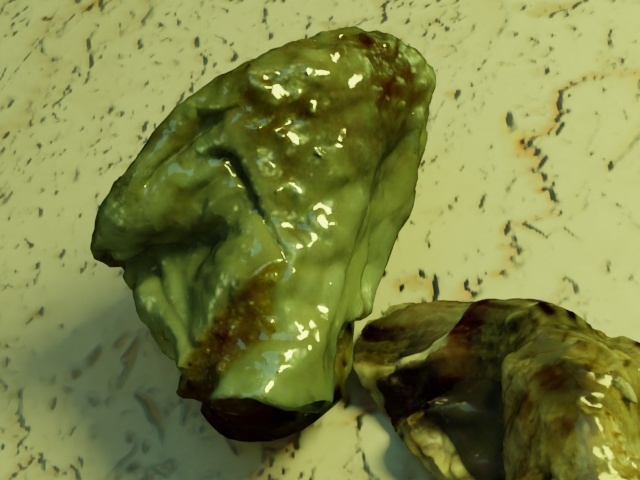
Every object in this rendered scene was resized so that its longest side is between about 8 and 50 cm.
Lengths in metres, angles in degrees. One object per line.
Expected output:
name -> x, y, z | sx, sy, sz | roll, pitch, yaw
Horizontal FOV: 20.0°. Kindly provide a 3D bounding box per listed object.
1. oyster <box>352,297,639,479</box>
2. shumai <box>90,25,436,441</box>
oyster -> 0.113, 0.106, 1.139 | 0.294, 0.094, 0.166 | 26, 72, 41
shumai -> 0.000, 0.000, 1.212 | 0.272, 0.222, 0.203 | -41, 70, 0
